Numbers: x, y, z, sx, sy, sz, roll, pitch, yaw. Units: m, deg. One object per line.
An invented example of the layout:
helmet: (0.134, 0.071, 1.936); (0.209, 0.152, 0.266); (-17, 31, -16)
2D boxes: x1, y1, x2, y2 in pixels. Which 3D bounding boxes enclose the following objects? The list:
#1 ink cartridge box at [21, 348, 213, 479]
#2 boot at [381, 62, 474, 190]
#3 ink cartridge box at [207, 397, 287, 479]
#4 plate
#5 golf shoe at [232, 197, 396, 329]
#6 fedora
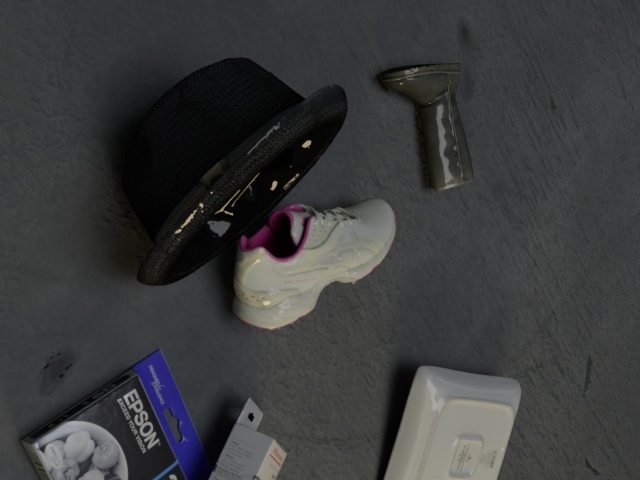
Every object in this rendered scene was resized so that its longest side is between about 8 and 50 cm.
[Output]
ink cartridge box: (-0.232, 0.274, 1.038); (0.208, 0.045, 0.206); (-34, 112, -37)
boot: (0.181, -0.185, 1.383); (0.190, 0.076, 0.208); (-11, 105, -38)
ink cartridge box: (-0.100, 0.311, 1.112); (0.104, 0.060, 0.180); (73, 40, -64)
plate: (0.229, 0.358, 1.406); (0.278, 0.045, 0.277); (15, 92, -40)
golf shoe: (0.000, 0.000, 1.172); (0.306, 0.115, 0.140); (-36, 133, -36)
fedora: (-0.127, -0.101, 1.006); (0.152, 0.334, 0.334); (48, 56, 6)
